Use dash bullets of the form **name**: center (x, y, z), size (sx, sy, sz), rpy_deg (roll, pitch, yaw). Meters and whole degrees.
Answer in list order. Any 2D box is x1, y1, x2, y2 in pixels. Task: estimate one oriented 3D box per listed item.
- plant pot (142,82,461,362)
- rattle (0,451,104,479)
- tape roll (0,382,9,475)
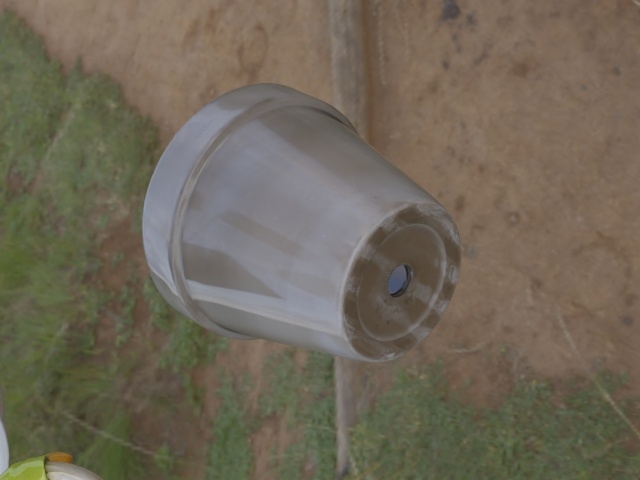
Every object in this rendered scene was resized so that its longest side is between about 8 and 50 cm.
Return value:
- **plant pot**: center (0.000, 0.000, 1.135), size (0.280, 0.323, 0.323), rpy_deg (25, 98, 44)
- **rattle**: center (-0.193, 0.271, 0.791), size (0.130, 0.200, 0.143), rpy_deg (-48, -2, -25)
- **tape roll**: center (-0.480, 0.222, 1.089), size (0.246, 0.246, 0.169), rpy_deg (-71, 22, 5)
